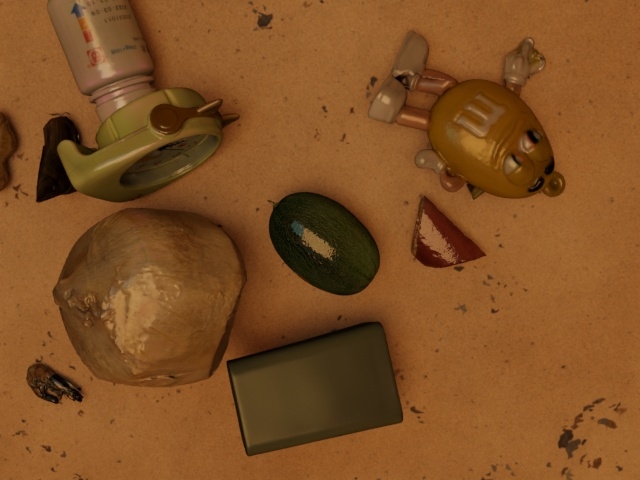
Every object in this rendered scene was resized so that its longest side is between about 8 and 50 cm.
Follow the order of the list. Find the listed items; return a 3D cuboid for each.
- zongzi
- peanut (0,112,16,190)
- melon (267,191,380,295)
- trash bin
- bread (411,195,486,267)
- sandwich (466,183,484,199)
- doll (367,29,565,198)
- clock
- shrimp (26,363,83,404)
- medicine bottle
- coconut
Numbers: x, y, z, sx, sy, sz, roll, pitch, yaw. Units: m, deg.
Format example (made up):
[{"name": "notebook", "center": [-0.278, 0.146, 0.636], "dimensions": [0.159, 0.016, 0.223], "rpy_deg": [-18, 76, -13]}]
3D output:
[{"name": "zongzi", "center": [-0.591, -0.185, 1.613], "dimensions": [0.084, 0.184, 0.187], "rpy_deg": [-1, 102, 6]}, {"name": "peanut", "center": [-0.748, -0.202, 1.681], "dimensions": [0.089, 0.089, 0.193], "rpy_deg": [15, 107, 3]}, {"name": "melon", "center": [0.000, 0.000, 1.593], "dimensions": [0.287, 0.182, 0.182], "rpy_deg": [42, 102, -6]}, {"name": "trash bin", "center": [-0.018, 0.326, 1.606], "dimensions": [0.343, 0.158, 0.223], "rpy_deg": [-13, 86, -10]}, {"name": "bread", "center": [0.261, 0.007, 1.625], "dimensions": [0.192, 0.067, 0.119], "rpy_deg": [42, 102, -3]}, {"name": "sandwich", "center": [0.342, -0.116, 1.608], "dimensions": [0.083, 0.044, 0.031], "rpy_deg": [-36, 104, -32]}, {"name": "doll", "center": [0.308, -0.265, 1.528], "dimensions": [0.423, 0.161, 0.348], "rpy_deg": [3, 85, -3]}, {"name": "clock", "center": [-0.344, -0.209, 1.541], "dimensions": [0.348, 0.286, 0.117], "rpy_deg": [-29, 82, 6]}, {"name": "shrimp", "center": [-0.658, 0.367, 1.815], "dimensions": [0.161, 0.034, 0.091], "rpy_deg": [27, 115, 6]}, {"name": "medicine bottle", "center": [-0.452, -0.392, 1.564], "dimensions": [0.170, 0.170, 0.293], "rpy_deg": [-19, 98, 9]}, {"name": "coconut", "center": [-0.374, 0.119, 1.527], "dimensions": [0.404, 0.404, 0.405], "rpy_deg": [1, 102, 6]}]
